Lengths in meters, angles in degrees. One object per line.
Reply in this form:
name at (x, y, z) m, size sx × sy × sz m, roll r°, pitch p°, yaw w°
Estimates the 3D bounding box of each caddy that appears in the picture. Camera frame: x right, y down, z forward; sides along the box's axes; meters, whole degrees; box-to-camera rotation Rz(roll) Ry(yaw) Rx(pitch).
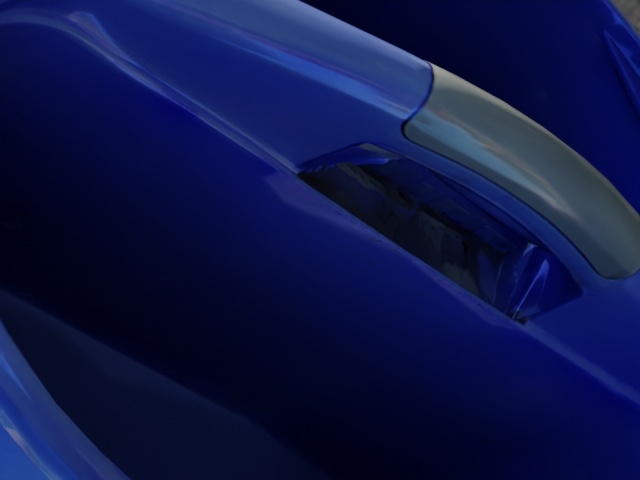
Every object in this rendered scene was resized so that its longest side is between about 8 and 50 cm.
caddy at (0.000, 0.000, 0.520) m, size 0.179 × 0.341 × 0.241 m, roll -18°, pitch 52°, yaw 42°
